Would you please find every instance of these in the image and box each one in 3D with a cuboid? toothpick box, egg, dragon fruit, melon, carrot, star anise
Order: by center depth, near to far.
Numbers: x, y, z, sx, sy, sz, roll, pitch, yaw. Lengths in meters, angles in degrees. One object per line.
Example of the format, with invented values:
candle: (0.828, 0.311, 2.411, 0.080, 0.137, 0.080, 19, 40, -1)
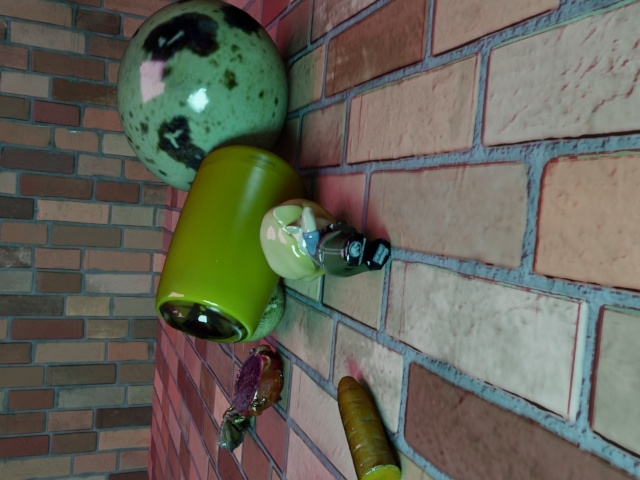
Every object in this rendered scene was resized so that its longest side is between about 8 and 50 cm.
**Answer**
carrot: (0.046, 0.206, 0.640, 0.139, 0.048, 0.048, -112, 33, -48)
toothpick box: (-0.131, 0.012, 0.833, 0.175, 0.175, 0.271, 131, 158, -56)
dragon fruit: (-0.096, 0.242, 0.961, 0.112, 0.068, 0.126, -37, 40, 48)
melon: (-0.132, 0.102, 0.963, 0.192, 0.139, 0.139, 1, 87, 53)
egg: (-0.203, -0.236, 0.993, 0.379, 0.287, 0.288, 134, 135, -66)
star anise: (-0.165, 0.350, 1.125, 0.124, 0.056, 0.129, -66, 13, -15)

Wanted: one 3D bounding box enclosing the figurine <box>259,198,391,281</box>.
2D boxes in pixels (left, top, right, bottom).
figurine: (0.000, 0.000, 0.707, 0.196, 0.114, 0.108, 0, 87, 60)
